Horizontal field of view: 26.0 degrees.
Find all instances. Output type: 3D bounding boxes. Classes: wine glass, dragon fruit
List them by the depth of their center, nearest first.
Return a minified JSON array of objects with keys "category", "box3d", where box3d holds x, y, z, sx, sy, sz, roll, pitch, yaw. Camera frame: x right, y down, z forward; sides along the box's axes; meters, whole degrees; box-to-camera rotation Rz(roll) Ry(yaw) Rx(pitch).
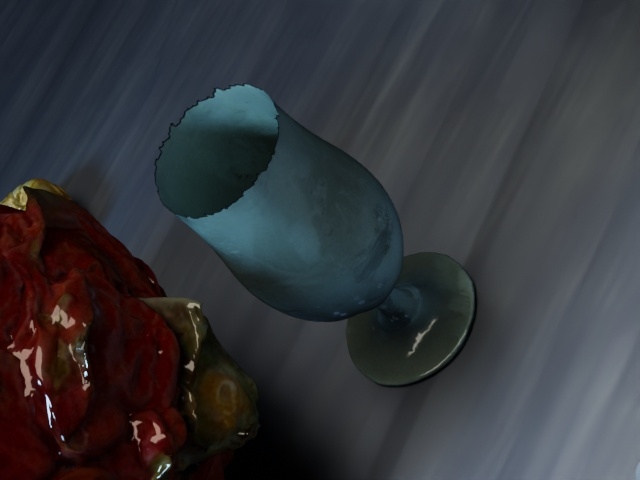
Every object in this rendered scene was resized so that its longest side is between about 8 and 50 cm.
[{"category":"wine glass","box3d":[0.000,0.000,0.753,0.093,0.202,0.093,-19,52,25]},{"category":"dragon fruit","box3d":[-0.193,0.111,0.776,0.342,0.277,0.277,-21,51,32]}]

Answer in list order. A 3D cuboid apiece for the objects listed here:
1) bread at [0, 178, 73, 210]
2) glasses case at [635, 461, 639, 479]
[{"category":"bread","box3d":[-0.227,0.005,1.034,0.110,0.044,0.083,-41,47,5]},{"category":"glasses case","box3d":[0.175,0.135,0.658,0.032,0.021,0.083,-30,48,14]}]
